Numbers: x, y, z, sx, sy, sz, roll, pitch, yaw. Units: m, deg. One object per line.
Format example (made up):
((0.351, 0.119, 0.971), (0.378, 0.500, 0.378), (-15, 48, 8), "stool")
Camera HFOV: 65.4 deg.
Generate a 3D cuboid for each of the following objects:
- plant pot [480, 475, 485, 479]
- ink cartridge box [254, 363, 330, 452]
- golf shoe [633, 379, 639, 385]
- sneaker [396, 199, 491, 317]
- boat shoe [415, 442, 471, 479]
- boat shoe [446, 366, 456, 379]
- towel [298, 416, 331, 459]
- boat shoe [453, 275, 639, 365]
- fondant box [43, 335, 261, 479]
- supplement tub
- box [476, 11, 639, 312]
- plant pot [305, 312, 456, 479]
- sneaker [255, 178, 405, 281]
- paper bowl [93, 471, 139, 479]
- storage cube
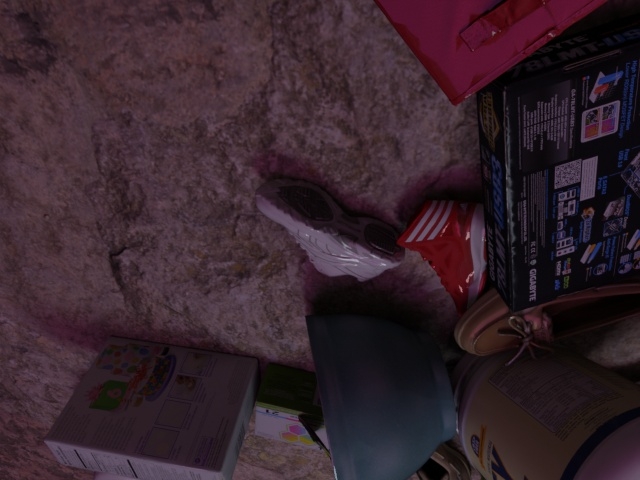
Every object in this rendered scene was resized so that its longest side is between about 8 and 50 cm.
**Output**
((0.428, 0.541, 0.984), (0.228, 0.207, 0.227), (-15, 128, 23), "plant pot")
((-0.038, 0.388, 1.046), (0.189, 0.097, 0.255), (12, 130, 4), "ink cartridge box")
((0.508, 0.262, 0.835), (0.198, 0.094, 0.077), (-24, 106, 1), "golf shoe")
((0.182, 0.023, 0.723), (0.128, 0.087, 0.221), (14, 134, 25), "sneaker")
((0.241, 0.482, 1.055), (0.109, 0.098, 0.302), (-15, 124, 24), "boat shoe")
((0.307, 0.341, 0.929), (0.096, 0.088, 0.267), (-27, 118, 30), "boat shoe")
((-0.010, 0.361, 0.914), (0.009, 0.083, 0.060), (-39, 117, -12), "towel")
((0.321, 0.091, 0.667), (0.285, 0.089, 0.104), (-28, 132, 10), "boat shoe")
((-0.306, 0.328, 0.968), (0.331, 0.238, 0.096), (7, 131, 8), "fondant box")
((0.338, 0.278, 0.682), (0.236, 0.325, 0.235), (-2, 100, -14), "supplement tub")
((0.325, -0.082, 0.532), (0.294, 0.073, 0.295), (-19, 126, 0), "box")
((0.097, 0.246, 0.799), (0.197, 0.293, 0.292), (-11, 128, -3), "plant pot")
((0.000, 0.000, 0.725), (0.232, 0.090, 0.115), (29, 133, -10), "sneaker")
((-0.455, 0.585, 1.278), (0.285, 0.148, 0.284), (7, 129, 9), "paper bowl")
((0.132, -0.262, 0.401), (0.184, 0.215, 0.193), (-32, 109, 33), "storage cube")
